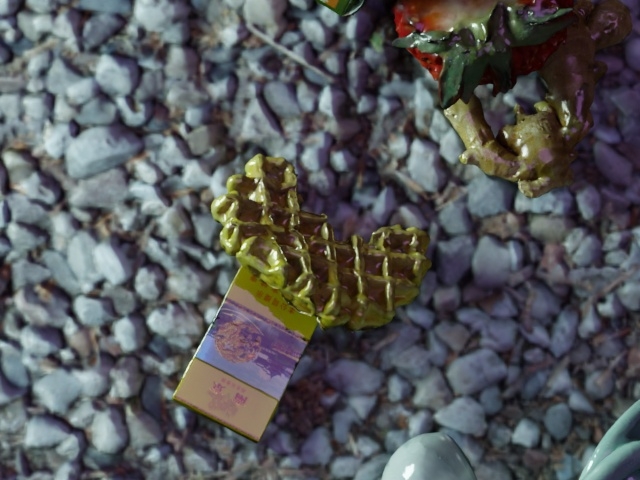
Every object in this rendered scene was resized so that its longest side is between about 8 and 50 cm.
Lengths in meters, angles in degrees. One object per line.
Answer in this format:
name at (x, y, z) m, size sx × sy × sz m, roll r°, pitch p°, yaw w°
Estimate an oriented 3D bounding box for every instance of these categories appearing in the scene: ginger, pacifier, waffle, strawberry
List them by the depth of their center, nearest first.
pacifier at (0.165, 0.245, 1.507) m, size 0.269 × 0.288 × 0.343 m, roll 26°, pitch 70°, yaw 24°
waffle at (-0.001, 0.002, 1.599) m, size 0.194 × 0.051 × 0.149 m, roll 35°, pitch 45°, yaw 7°
strawberry at (0.135, -0.229, 1.651) m, size 0.174 × 0.098 × 0.228 m, roll -23°, pitch 51°, yaw 2°
ginger at (0.207, -0.129, 1.669) m, size 0.193 × 0.052 × 0.176 m, roll -14°, pitch 80°, yaw -3°

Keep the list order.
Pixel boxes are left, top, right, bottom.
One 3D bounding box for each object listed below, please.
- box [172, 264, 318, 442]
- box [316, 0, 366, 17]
box at (-0.058, 0.090, 1.599) m, size 0.087 × 0.023 × 0.155 m, roll 28°, pitch 76°, yaw -5°
box at (0.028, -0.332, 1.615) m, size 0.148 × 0.177 × 0.195 m, roll 32°, pitch 76°, yaw -2°
